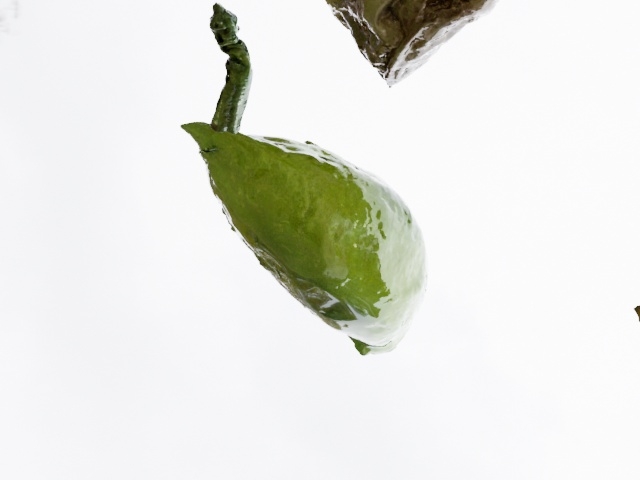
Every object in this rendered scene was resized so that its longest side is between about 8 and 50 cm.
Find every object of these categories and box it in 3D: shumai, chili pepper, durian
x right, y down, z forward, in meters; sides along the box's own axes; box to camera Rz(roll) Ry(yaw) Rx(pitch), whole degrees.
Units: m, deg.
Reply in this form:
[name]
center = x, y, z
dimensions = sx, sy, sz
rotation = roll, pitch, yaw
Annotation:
[shumai]
center = 0.038, -0.179, 0.738
dimensions = 0.145, 0.116, 0.145
rotation = -16, -111, 46
[chili pepper]
center = -0.054, -0.103, 0.673
dimensions = 0.027, 0.022, 0.083
rotation = 24, -53, 36
[durian]
center = 0.000, 0.000, 0.831
dimensions = 0.139, 0.250, 0.101
rotation = 0, -123, 37

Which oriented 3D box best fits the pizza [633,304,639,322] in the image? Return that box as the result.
[pizza]
center = 0.159, 0.056, 0.465
dimensions = 0.025, 0.078, 0.083
rotation = -22, -103, -6
